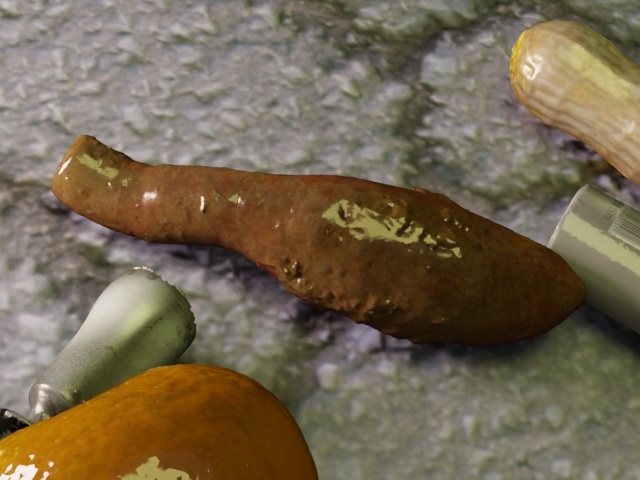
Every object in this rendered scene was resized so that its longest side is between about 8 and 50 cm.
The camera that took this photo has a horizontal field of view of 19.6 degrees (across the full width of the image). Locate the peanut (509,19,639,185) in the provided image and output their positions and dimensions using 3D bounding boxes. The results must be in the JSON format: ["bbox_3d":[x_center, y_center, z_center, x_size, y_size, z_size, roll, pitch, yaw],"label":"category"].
[{"bbox_3d":[0.238,-0.100,1.441,0.207,0.087,0.087,35,51,12],"label":"peanut"}]

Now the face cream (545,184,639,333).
[{"bbox_3d":[0.289,0.055,1.333,0.269,0.073,0.107,29,36,9],"label":"face cream"}]

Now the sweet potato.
[{"bbox_3d":[0.000,0.000,1.285,0.385,0.109,0.109,15,49,-3],"label":"sweet potato"}]

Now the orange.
[{"bbox_3d":[-0.096,0.173,1.075,0.237,0.158,0.179,-24,94,-31],"label":"orange"}]

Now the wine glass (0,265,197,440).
[{"bbox_3d":[-0.151,0.087,1.189,0.072,0.072,0.155,33,50,12],"label":"wine glass"}]
